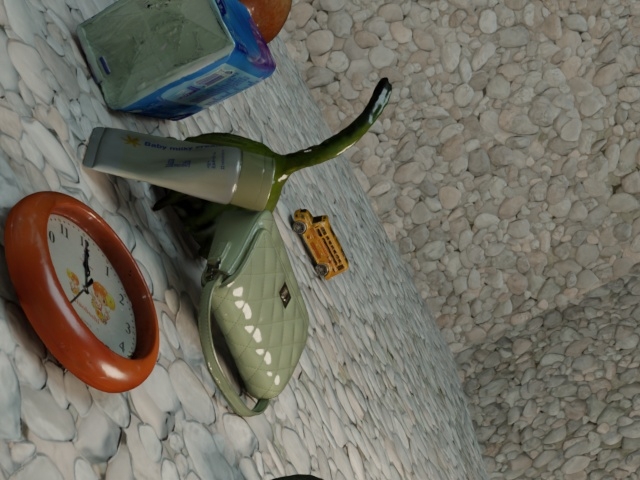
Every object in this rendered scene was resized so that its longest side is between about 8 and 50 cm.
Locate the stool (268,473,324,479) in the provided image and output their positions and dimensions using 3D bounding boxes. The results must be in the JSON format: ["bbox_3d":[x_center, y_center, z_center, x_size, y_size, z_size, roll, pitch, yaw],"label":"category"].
[{"bbox_3d":[-0.034,0.314,1.051,0.110,0.096,0.096,30,35,-63],"label":"stool"}]

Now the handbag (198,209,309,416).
[{"bbox_3d":[-0.089,0.106,1.185,0.219,0.079,0.256,-73,155,-43],"label":"handbag"}]

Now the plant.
[{"bbox_3d":[-0.079,-0.118,1.268,0.180,0.333,0.251,41,33,-29],"label":"plant"}]

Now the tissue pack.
[{"bbox_3d":[-0.199,-0.274,1.335,0.146,0.198,0.263,66,11,-1],"label":"tissue pack"}]

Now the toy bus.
[{"bbox_3d":[0.000,0.000,2.014,0.162,0.074,0.069,63,12,-15],"label":"toy bus"}]

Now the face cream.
[{"bbox_3d":[-0.171,-0.093,1.129,0.224,0.070,0.114,14,28,-13],"label":"face cream"}]

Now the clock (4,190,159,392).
[{"bbox_3d":[-0.221,0.048,0.865,0.205,0.051,0.205,59,12,-21],"label":"clock"}]

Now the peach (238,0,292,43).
[{"bbox_3d":[-0.185,-0.507,1.891,0.252,0.252,0.252,61,11,-20],"label":"peach"}]
